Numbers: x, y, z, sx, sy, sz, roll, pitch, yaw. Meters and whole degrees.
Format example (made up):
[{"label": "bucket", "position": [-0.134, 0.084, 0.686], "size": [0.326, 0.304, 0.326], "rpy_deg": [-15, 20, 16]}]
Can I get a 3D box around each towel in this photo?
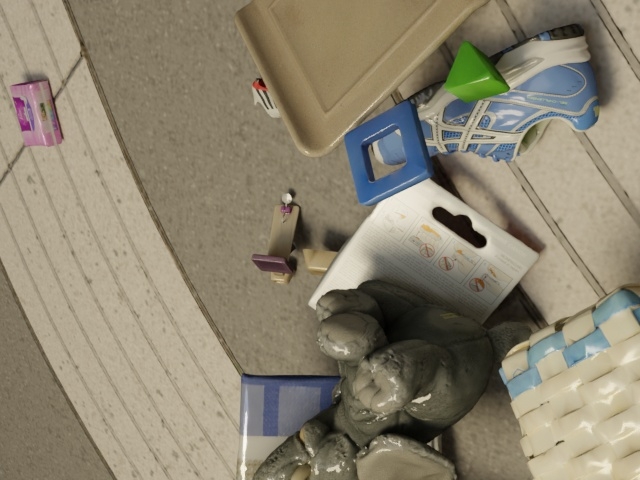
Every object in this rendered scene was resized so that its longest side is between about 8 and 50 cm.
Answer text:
[{"label": "towel", "position": [0.019, 0.271, 0.873], "size": [0.209, 0.034, 0.285], "rpy_deg": [1, 95, -6]}]

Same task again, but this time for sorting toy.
[{"label": "sorting toy", "position": [0.032, -0.189, 0.720], "size": [0.196, 0.047, 0.348], "rpy_deg": [-40, 58, 25]}]

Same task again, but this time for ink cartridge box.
[{"label": "ink cartridge box", "position": [0.091, 0.030, 0.808], "size": [0.145, 0.045, 0.179], "rpy_deg": [35, 118, 1]}]

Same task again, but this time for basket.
[{"label": "basket", "position": [0.279, 0.167, 0.602], "size": [0.201, 0.254, 0.289], "rpy_deg": [-50, 58, 40]}]

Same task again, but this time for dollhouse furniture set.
[{"label": "dollhouse furniture set", "position": [0.000, 0.000, 0.908], "size": [0.114, 0.091, 0.081], "rpy_deg": [6, 73, 14]}]

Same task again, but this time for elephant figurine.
[{"label": "elephant figurine", "position": [0.045, 0.168, 0.777], "size": [0.186, 0.169, 0.240], "rpy_deg": [23, 114, 25]}]

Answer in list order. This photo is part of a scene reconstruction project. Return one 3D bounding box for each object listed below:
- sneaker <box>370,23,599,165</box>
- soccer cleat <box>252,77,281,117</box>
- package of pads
[{"label": "sneaker", "position": [0.126, -0.096, 0.712], "size": [0.211, 0.080, 0.081], "rpy_deg": [-22, 93, 44]}, {"label": "soccer cleat", "position": [-0.036, -0.133, 0.863], "size": [0.083, 0.029, 0.036], "rpy_deg": [34, 137, 27]}, {"label": "package of pads", "position": [-0.359, -0.159, 1.109], "size": [0.050, 0.032, 0.083], "rpy_deg": [4, 112, 36]}]
